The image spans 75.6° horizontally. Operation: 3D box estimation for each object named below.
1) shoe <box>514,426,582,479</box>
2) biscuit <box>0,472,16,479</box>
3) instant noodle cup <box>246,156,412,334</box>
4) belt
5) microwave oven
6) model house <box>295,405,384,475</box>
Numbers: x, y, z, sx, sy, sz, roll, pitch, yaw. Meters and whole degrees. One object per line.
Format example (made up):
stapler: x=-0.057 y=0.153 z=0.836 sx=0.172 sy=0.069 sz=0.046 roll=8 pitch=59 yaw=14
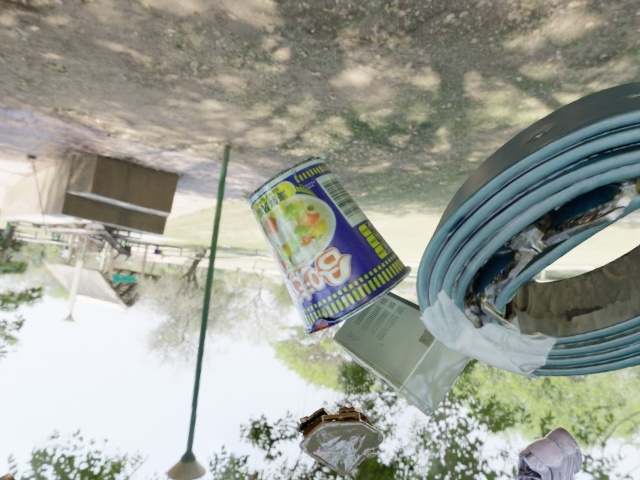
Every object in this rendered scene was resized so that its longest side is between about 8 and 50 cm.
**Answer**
shoe: x=0.504 y=0.549 z=0.938 sx=0.138 sy=0.244 sz=0.095 roll=-8 pitch=-161 yaw=-15
biscuit: x=-0.511 y=0.526 z=0.693 sx=0.262 sy=0.261 sz=0.037 roll=4 pitch=-169 yaw=41
instant noodle cup: x=0.000 y=0.000 z=0.897 sx=0.284 sy=0.312 sz=0.284 roll=-31 pitch=178 yaw=-1
belt: x=0.328 y=0.008 z=0.535 sx=0.300 sy=0.173 sz=0.436 roll=43 pitch=132 yaw=-1
microwave oven: x=0.179 y=0.231 z=0.917 sx=0.145 sy=0.194 sz=0.241 roll=49 pitch=166 yaw=-30
model house: x=0.054 y=0.615 z=1.336 sx=0.219 sy=0.199 sz=0.229 roll=45 pitch=171 yaw=-6
